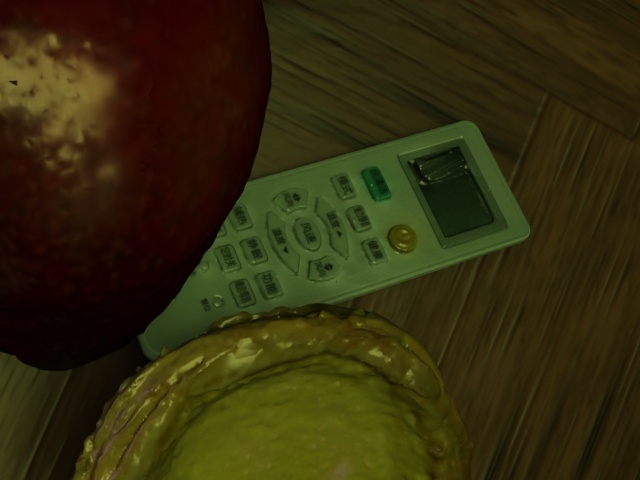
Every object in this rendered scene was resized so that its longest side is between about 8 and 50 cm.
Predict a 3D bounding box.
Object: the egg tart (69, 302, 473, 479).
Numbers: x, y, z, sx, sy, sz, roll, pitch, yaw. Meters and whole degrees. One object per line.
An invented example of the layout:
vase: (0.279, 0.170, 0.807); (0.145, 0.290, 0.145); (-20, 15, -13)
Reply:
egg tart: (-0.038, 0.163, 0.820); (0.294, 0.123, 0.294); (-10, 114, -23)

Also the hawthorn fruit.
hawthorn fruit: (-0.147, -0.093, 0.741); (0.265, 0.265, 0.307); (47, 68, -14)

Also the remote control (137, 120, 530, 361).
remote control: (0.001, -0.001, 0.888); (0.293, 0.051, 0.103); (-18, 71, -19)
